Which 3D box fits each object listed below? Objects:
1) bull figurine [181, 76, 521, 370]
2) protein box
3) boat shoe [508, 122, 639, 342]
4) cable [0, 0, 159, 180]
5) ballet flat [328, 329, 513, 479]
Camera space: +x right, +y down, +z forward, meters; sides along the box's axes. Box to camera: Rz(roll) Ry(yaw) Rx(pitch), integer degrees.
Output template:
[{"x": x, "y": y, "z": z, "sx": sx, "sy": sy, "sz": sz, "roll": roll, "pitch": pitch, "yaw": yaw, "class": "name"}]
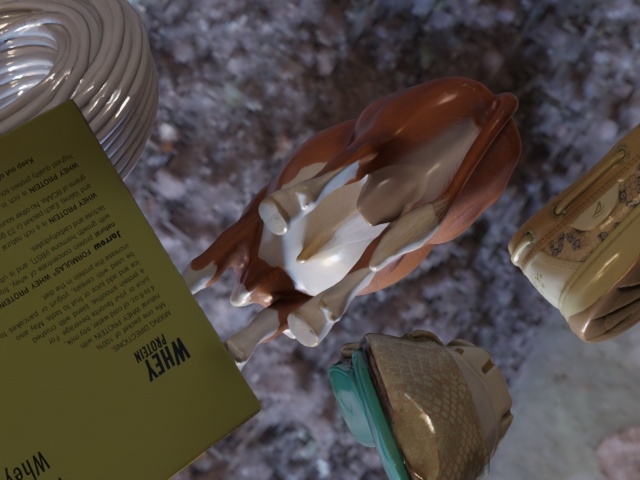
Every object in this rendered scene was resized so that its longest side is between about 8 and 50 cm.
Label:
[{"x": 0.000, "y": 0.000, "z": 0.920, "sx": 0.188, "sy": 0.101, "sz": 0.310, "roll": -40, "pitch": 178, "yaw": -35, "class": "bull figurine"}, {"x": -0.183, "y": 0.069, "z": 0.825, "sx": 0.200, "sy": 0.201, "sz": 0.136, "roll": -35, "pitch": -175, "yaw": -34, "class": "protein box"}, {"x": 0.227, "y": -0.068, "z": 0.905, "sx": 0.285, "sy": 0.089, "sz": 0.104, "roll": -48, "pitch": 150, "yaw": 10, "class": "boat shoe"}, {"x": -0.242, "y": -0.097, "z": 1.155, "sx": 0.257, "sy": 0.257, "sz": 0.089, "roll": -53, "pitch": 135, "yaw": -30, "class": "cable"}, {"x": 0.036, "y": 0.049, "z": 0.498, "sx": 0.052, "sy": 0.057, "sz": 0.168, "roll": -20, "pitch": -175, "yaw": -4, "class": "ballet flat"}]
